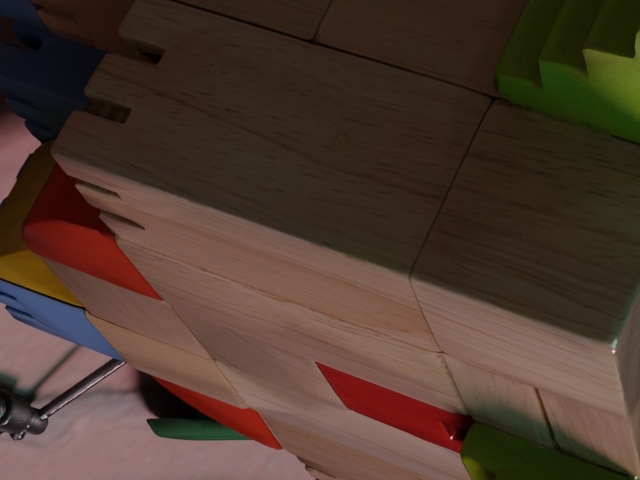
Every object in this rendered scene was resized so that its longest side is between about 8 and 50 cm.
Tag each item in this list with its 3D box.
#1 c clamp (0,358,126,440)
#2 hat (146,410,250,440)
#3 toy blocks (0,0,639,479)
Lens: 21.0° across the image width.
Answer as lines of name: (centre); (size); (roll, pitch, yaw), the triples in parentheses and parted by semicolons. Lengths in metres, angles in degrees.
c clamp: (-0.167, 0.071, 0.694); (0.137, 0.022, 0.161); (-41, 154, 13)
hat: (0.016, 0.003, 0.807); (0.173, 0.183, 0.208); (6, 172, -39)
toy blocks: (0.000, 0.000, 0.544); (0.190, 0.261, 0.381); (-63, 157, -17)
